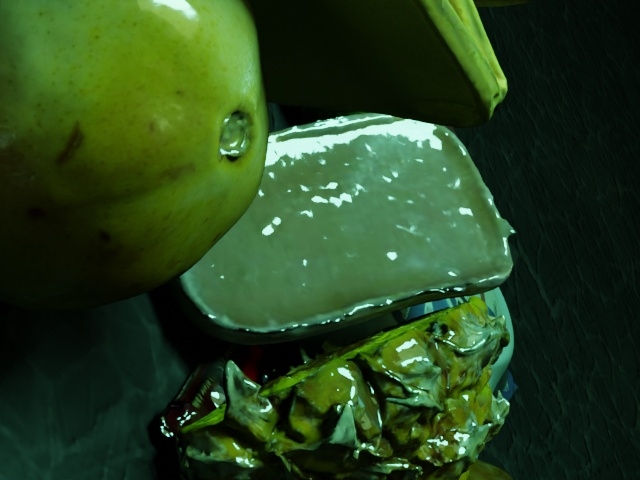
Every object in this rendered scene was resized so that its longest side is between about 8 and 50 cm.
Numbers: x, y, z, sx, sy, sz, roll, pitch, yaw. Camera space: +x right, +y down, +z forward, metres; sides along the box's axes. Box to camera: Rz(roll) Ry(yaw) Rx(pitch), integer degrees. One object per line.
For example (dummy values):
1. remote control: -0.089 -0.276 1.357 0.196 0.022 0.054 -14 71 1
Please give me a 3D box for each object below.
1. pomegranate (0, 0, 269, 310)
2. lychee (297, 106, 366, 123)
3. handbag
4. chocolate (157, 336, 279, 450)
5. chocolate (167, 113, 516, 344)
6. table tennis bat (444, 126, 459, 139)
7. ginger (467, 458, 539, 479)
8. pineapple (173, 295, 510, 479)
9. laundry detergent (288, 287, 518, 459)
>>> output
1. pomegranate: -0.132 -0.069 1.019 0.233 0.233 0.233 50 25 -33
2. lychee: 0.045 -0.148 1.642 0.171 0.171 0.171 50 25 -33
3. handbag: -0.076 -0.204 1.112 0.283 0.401 0.133 40 71 -42
4. chocolate: -0.060 0.112 1.257 0.086 0.028 0.182 63 19 -10
5. chocolate: -0.001 0.001 1.332 0.261 0.083 0.161 -8 63 -25
6. table tennis bat: 0.106 -0.097 1.909 0.220 0.019 0.130 26 43 -60
7. ginger: 0.146 0.287 1.362 0.165 0.172 0.321 111 -38 -62
8. pineapple: 0.051 0.130 1.227 0.334 0.161 0.158 -9 82 -57
9. laundry detergent: 0.079 0.079 1.519 0.280 0.105 0.215 49 33 -39
